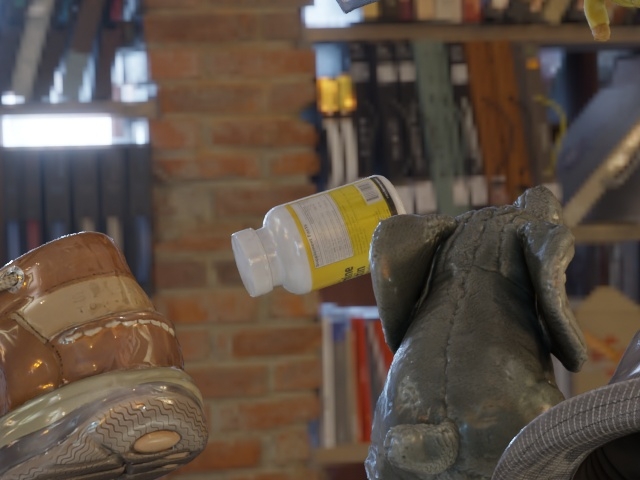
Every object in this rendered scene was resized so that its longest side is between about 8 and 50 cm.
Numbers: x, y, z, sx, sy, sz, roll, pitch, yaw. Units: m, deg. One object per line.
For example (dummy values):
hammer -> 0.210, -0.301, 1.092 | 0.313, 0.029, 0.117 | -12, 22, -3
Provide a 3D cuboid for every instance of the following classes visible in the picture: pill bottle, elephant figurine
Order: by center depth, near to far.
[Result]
elephant figurine -> 0.102, 0.045, 0.954 | 0.169, 0.239, 0.186 | 11, -17, -15
pill bottle -> 0.000, 0.000, 1.660 | 0.184, 0.103, 0.103 | -18, 8, -13

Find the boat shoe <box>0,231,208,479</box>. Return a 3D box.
boat shoe -> -0.178, 0.090, 0.738 | 0.324, 0.116, 0.123 | -27, -19, 37

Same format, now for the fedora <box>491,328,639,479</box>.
fedora -> 0.227, 0.088, 0.726 | 0.275, 0.124, 0.243 | -20, -48, 43

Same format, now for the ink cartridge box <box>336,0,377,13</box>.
ink cartridge box -> 0.034, -0.367, 0.827 | 0.270, 0.395, 0.151 | -39, 16, -27

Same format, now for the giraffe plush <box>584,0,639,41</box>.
giraffe plush -> 0.293, -0.289, 1.348 | 0.210, 0.181, 0.170 | 1, -27, 36
